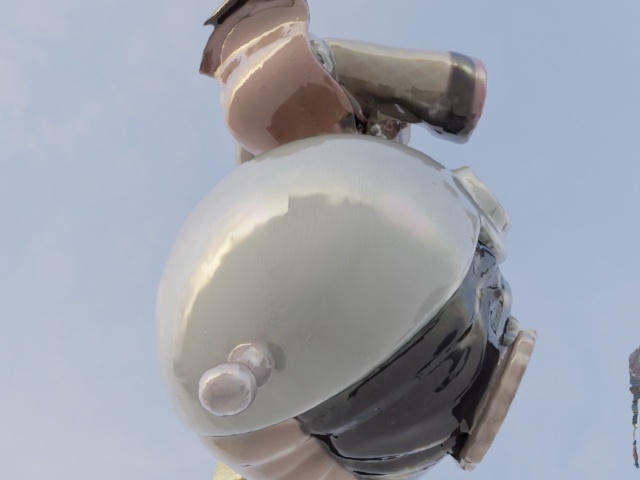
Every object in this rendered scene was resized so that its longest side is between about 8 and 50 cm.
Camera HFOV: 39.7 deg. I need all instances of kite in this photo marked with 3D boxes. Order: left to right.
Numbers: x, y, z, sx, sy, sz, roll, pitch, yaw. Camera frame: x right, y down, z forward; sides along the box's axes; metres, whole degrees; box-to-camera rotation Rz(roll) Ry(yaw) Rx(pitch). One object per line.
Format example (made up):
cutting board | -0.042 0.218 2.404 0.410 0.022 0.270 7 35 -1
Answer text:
kite | 0.518 0.225 1.364 0.015 0.285 0.152 30 -49 -5

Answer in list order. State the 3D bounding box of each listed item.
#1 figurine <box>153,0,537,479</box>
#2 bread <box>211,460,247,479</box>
figurine | -0.006 0.005 0.620 0.211 0.361 0.253 23 -48 -28
bread | -0.069 0.269 1.143 0.125 0.188 0.068 -31 -72 14
